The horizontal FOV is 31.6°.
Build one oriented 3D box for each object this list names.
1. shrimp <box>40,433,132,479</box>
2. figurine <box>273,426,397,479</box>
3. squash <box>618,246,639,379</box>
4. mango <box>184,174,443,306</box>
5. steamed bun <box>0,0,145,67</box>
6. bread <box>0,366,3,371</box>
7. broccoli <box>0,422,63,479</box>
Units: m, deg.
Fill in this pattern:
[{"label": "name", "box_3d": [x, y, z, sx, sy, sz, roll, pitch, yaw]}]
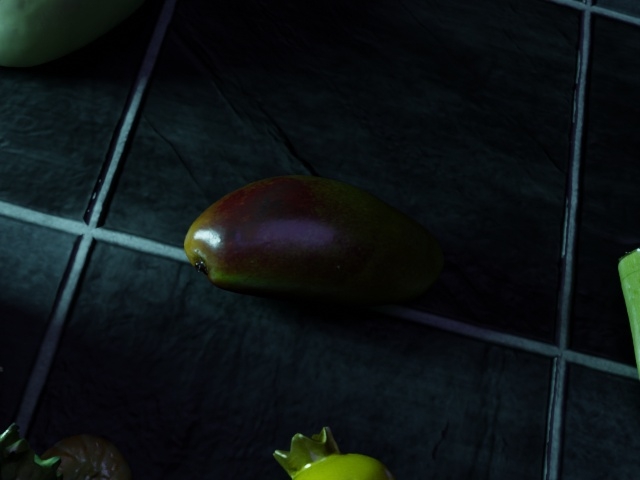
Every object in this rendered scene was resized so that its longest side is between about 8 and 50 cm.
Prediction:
[{"label": "shrimp", "box_3d": [-0.227, 0.241, 0.979, 0.095, 0.045, 0.162, 49, 58, -15]}, {"label": "figurine", "box_3d": [0.064, 0.266, 0.979, 0.185, 0.127, 0.234, -10, 53, -24]}, {"label": "squash", "box_3d": [0.357, 0.119, 1.161, 0.094, 0.094, 0.224, 7, 67, -9]}, {"label": "mango", "box_3d": [0.000, 0.000, 1.125, 0.268, 0.111, 0.133, 6, 47, -15]}, {"label": "steamed bun", "box_3d": [-0.322, -0.370, 1.199, 0.334, 0.233, 0.312, 41, 61, 11]}, {"label": "bread", "box_3d": [-0.431, 0.120, 0.874, 0.329, 0.245, 0.424, 14, 54, -5]}, {"label": "broccoli", "box_3d": [-0.281, 0.325, 0.760, 0.353, 0.397, 0.274, -18, 65, 2]}]
